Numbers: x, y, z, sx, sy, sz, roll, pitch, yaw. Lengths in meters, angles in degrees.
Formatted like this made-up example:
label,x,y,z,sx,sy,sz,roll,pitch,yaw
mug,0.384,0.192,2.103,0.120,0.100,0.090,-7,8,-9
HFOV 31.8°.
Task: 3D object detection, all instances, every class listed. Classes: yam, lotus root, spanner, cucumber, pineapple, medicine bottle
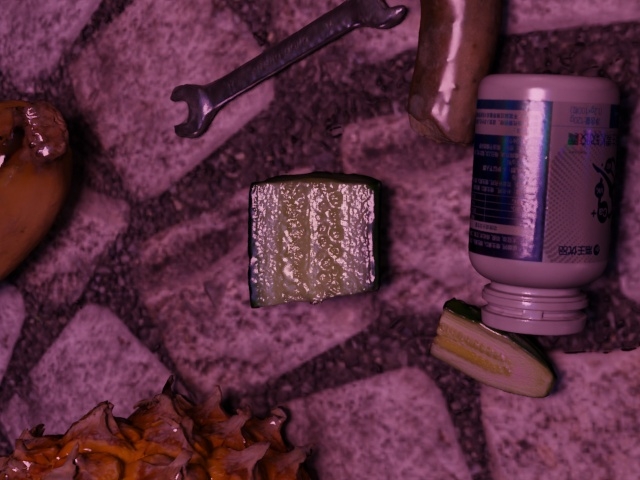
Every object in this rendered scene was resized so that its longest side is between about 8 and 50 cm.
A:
label,x,y,z,sx,sy,sz,roll,pitch,yaw
yam,0.113,-0.233,0.882,0.067,0.071,0.317,3,98,-17
lotus root,-0.340,-0.028,1.068,0.303,0.131,0.146,-36,58,22
spanner,-0.034,-0.161,0.982,0.254,0.015,0.054,-27,85,23
cucumber,0.000,0.000,0.958,0.116,0.062,0.115,0,97,16
pineapple,-0.161,0.295,0.938,0.352,0.300,0.352,1,91,28
medicine bottle,0.168,-0.029,0.856,0.107,0.107,0.191,5,97,23
cucumber,0.146,0.088,0.915,0.107,0.035,0.067,28,136,19
